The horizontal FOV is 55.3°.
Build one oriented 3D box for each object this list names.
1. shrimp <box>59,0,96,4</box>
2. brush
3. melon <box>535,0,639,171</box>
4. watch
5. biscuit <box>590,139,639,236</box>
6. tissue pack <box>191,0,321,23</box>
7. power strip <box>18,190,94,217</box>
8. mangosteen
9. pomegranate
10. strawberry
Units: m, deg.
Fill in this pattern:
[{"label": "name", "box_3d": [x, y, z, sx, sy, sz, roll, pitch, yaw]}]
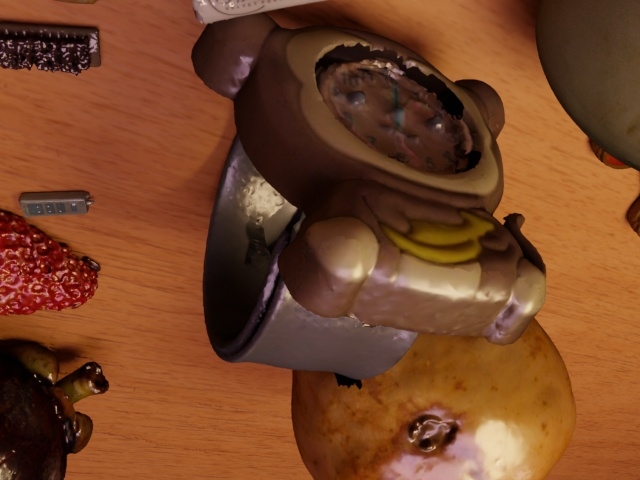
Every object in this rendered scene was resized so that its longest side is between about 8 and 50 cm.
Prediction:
[{"label": "shrimp", "box_3d": [-0.211, -0.283, 0.457, 0.115, 0.051, 0.217, -18, 137, -5]}, {"label": "brush", "box_3d": [-0.329, -0.177, 0.548, 0.248, 0.036, 0.043, 0, 132, -15]}, {"label": "melon", "box_3d": [0.350, -0.174, 0.546, 0.272, 0.308, 0.272, -25, 136, -26]}, {"label": "watch", "box_3d": [0.000, 0.000, 0.598, 0.314, 0.335, 0.327, 10, 138, -24]}, {"label": "biscuit", "box_3d": [0.497, -0.150, 0.778, 0.283, 0.064, 0.432, -26, 137, 13]}, {"label": "tissue pack", "box_3d": [0.034, -0.269, 0.408, 0.305, 0.238, 0.238, -11, 138, -3]}, {"label": "power strip", "box_3d": [-0.307, -0.043, 0.710, 0.083, 0.017, 0.027, -3, 138, -10]}, {"label": "mangosteen", "box_3d": [-0.476, 0.271, 0.829, 0.297, 0.293, 0.297, 12, 147, 8]}, {"label": "pomegranate", "box_3d": [0.139, 0.200, 0.853, 0.410, 0.410, 0.410, -8, 137, -7]}, {"label": "strawberry", "box_3d": [-0.360, 0.041, 0.739, 0.188, 0.082, 0.121, 26, 122, -32]}]
